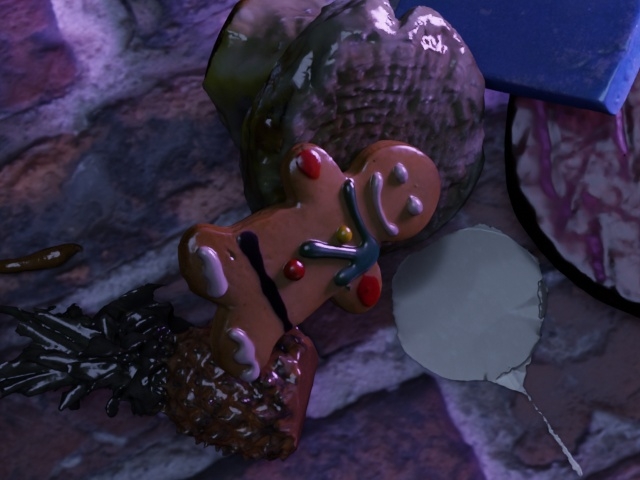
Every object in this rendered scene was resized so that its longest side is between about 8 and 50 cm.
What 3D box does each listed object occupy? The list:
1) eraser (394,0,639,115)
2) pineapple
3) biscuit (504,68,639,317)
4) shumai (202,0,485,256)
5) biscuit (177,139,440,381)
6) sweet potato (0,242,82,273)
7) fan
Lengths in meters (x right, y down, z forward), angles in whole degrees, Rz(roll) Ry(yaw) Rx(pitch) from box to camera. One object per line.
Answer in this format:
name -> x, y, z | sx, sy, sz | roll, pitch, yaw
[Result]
eraser -> 0.212, -0.231, 1.781 | 0.312, 0.042, 0.144 | 18, 79, 39
pineapple -> -0.187, 0.130, 1.761 | 0.364, 0.165, 0.165 | 13, 80, 9
biscuit -> 0.403, -0.105, 1.798 | 0.407, 0.091, 0.407 | 0, 79, 2
shumai -> 0.010, -0.157, 1.798 | 0.309, 0.304, 0.263 | -54, 45, 16
biscuit -> 0.000, 0.000, 1.656 | 0.301, 0.049, 0.197 | -32, 119, -20
sweet potato -> -0.327, 0.024, 1.855 | 0.115, 0.026, 0.026 | -12, 78, 1
fan -> 0.202, 0.129, 1.802 | 0.182, 0.010, 0.310 | -31, 75, -2
